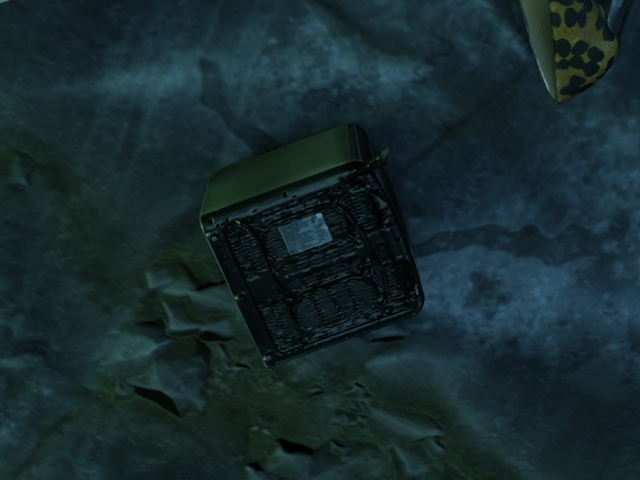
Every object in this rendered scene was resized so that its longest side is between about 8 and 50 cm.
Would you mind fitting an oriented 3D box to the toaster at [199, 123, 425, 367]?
[{"bbox_3d":[0.000,0.000,1.671,0.185,0.110,0.168,-20,117,7],"label":"toaster"}]

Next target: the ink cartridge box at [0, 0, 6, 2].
[{"bbox_3d":[-0.353,-0.310,1.467,0.384,0.160,0.279,-17,116,6],"label":"ink cartridge box"}]

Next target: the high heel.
[{"bbox_3d":[0.152,-0.222,1.573,0.261,0.093,0.186,14,109,-20],"label":"high heel"}]
